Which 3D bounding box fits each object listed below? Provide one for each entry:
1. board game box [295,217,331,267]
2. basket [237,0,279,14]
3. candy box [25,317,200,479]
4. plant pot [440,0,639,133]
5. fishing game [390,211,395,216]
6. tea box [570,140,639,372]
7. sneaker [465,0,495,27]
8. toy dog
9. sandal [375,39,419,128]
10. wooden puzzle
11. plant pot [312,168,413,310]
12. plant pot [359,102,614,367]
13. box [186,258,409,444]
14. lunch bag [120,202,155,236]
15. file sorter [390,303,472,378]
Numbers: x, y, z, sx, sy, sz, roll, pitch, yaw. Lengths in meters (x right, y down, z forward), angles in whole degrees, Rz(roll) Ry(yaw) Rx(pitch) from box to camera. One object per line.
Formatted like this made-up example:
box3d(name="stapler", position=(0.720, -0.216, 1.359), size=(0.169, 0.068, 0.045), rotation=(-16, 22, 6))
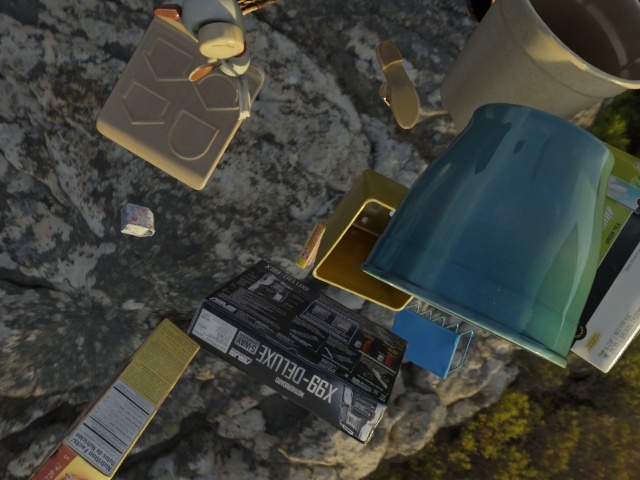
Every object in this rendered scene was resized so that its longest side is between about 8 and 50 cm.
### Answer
box3d(name="board game box", position=(0.000, 0.000, 1.675), size=(0.039, 0.259, 0.124), rotation=(30, 101, 5))
box3d(name="basket", position=(-0.190, -0.745, 1.648), size=(0.299, 0.213, 0.223), rotation=(-12, 115, 13))
box3d(name="candy box", position=(-0.197, 0.168, 0.576), size=(0.053, 0.109, 0.186), rotation=(42, 27, -7))
box3d(name="plant pot", position=(0.407, -0.339, 1.162), size=(0.334, 0.305, 0.333), rotation=(12, 60, -21))
box3d(name="fishing game", position=(0.259, -0.061, 1.784), size=(0.264, 0.041, 0.189), rotation=(-26, 116, -20))
box3d(name="tea box", position=(0.529, 0.012, 1.184), size=(0.324, 0.329, 0.220), rotation=(37, 44, 27))
box3d(name="sneaker", position=(0.471, -0.684, 1.570), size=(0.180, 0.125, 0.321), rotation=(22, 76, -50))
box3d(name="toy dog", position=(-0.226, -0.402, 1.185), size=(0.161, 0.333, 0.220), rotation=(-1, 65, -4))
box3d(name="sandal", position=(0.198, -0.420, 1.648), size=(0.088, 0.079, 0.240), rotation=(-22, 99, -20))
box3d(name="wooden puzzle", position=(-0.350, -0.350, 1.524), size=(0.322, 0.080, 0.347), rotation=(31, 97, 3))
box3d(name="plant pot", position=(0.122, -0.020, 1.226), size=(0.212, 0.212, 0.187), rotation=(24, 33, -19))
box3d(name="plant pot", position=(0.226, -0.018, 0.750), size=(0.272, 0.272, 0.255), rotation=(27, 89, -16))
box3d(name="box", position=(-0.023, 0.159, 0.965), size=(0.308, 0.242, 0.076), rotation=(29, 108, 7))
box3d(name="lunch bag", position=(-0.477, -0.050, 1.578), size=(0.083, 0.053, 0.071), rotation=(13, 52, -39))
box3d(name="file sorter", position=(0.274, 0.243, 1.500), size=(0.104, 0.170, 0.118), rotation=(-6, 115, -53))
